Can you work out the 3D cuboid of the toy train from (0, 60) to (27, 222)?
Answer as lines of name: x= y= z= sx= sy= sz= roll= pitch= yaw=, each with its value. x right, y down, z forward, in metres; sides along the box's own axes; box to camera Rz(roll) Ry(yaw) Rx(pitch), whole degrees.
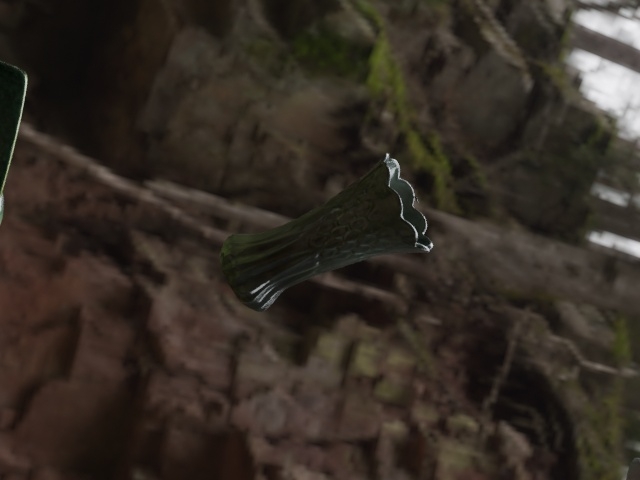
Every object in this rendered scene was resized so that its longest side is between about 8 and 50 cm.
toy train: x=-0.419 y=-0.093 z=1.177 sx=0.272 sy=0.442 sz=0.179 roll=-29 pitch=-133 yaw=59

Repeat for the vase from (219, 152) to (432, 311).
vase: x=0.000 y=0.000 z=1.243 sx=0.149 sy=0.081 sz=0.081 roll=-23 pitch=-130 yaw=11

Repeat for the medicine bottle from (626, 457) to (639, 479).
medicine bottle: x=0.350 y=0.236 z=1.565 sx=0.118 sy=0.055 sz=0.074 roll=4 pitch=-142 yaw=28
